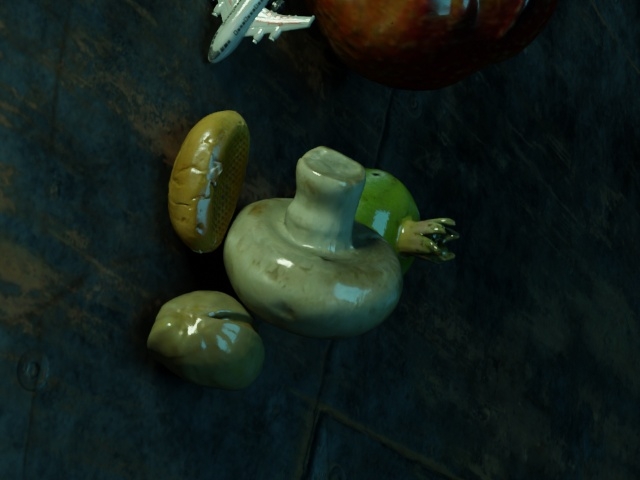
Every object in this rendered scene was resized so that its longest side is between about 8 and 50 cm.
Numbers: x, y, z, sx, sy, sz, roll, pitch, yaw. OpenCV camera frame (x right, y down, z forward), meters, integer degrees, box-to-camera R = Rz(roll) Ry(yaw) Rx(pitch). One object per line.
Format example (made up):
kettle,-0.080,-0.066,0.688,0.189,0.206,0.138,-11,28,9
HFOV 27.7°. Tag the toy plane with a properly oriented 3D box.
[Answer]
toy plane,-0.092,-0.301,1.680,0.171,0.162,0.065,-56,172,9

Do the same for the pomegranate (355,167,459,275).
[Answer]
pomegranate,0.083,-0.009,1.825,0.187,0.225,0.187,-19,114,-54

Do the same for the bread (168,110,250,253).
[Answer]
bread,-0.143,-0.076,1.624,0.114,0.077,0.189,53,52,-67

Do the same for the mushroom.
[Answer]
mushroom,0.000,0.000,1.637,0.243,0.244,0.243,0,90,-56

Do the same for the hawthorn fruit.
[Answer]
hawthorn fruit,0.147,-0.412,1.814,0.403,0.403,0.402,0,90,-56

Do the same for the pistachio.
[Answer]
pistachio,-0.136,0.127,1.606,0.185,0.124,0.124,45,54,-54
